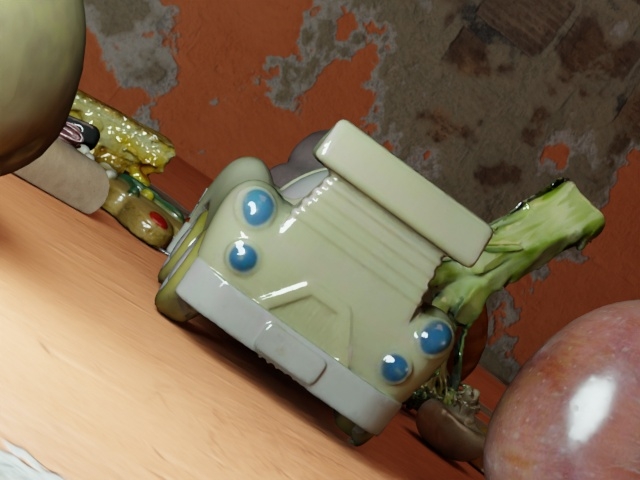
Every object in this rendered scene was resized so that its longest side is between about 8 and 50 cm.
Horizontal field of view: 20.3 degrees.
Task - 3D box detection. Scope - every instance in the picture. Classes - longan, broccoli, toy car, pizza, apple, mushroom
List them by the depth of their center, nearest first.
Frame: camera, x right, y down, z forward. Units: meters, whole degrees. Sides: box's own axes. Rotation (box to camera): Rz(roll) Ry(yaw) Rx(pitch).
[{"bbox_3d":[-0.260,-0.140,1.183,0.248,0.248,0.248,36,2,-2],"label":"longan"},{"bbox_3d":[0.288,0.194,1.583,0.306,0.305,0.235,35,-15,-19],"label":"apple"},{"bbox_3d":[0.003,0.017,1.589,0.242,0.226,0.336,35,4,-6],"label":"toy car"},{"bbox_3d":[0.149,0.195,1.935,0.085,0.079,0.085,35,-1,1],"label":"mushroom"},{"bbox_3d":[0.171,0.055,2.153,0.361,0.252,0.221,-16,45,-34],"label":"broccoli"},{"bbox_3d":[-0.318,-0.157,2.251,0.258,0.087,0.268,31,2,-12],"label":"pizza"}]

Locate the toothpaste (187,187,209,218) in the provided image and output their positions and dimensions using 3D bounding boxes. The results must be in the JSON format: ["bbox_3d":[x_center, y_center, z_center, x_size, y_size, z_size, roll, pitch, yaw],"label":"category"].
[{"bbox_3d":[-0.079,0.011,2.578,0.089,0.071,0.313,32,1,30],"label":"toothpaste"}]

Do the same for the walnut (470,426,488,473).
[{"bbox_3d":[0.209,0.249,2.083,0.091,0.052,0.121,39,4,4],"label":"walnut"}]

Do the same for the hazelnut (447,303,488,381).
[{"bbox_3d":[0.138,0.123,2.361,0.182,0.182,0.182,36,2,-2],"label":"hazelnut"}]

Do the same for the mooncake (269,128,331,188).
[{"bbox_3d":[0.000,0.000,1.886,0.133,0.245,0.245,34,2,20],"label":"mooncake"}]

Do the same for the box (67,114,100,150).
[{"bbox_3d":[-0.311,-0.131,2.017,0.125,0.027,0.126,22,-8,-11],"label":"box"}]

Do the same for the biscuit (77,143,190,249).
[{"bbox_3d":[-0.187,-0.027,1.998,0.301,0.049,0.197,34,1,-20],"label":"biscuit"}]

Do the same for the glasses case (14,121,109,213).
[{"bbox_3d":[-0.291,-0.106,1.748,0.102,0.070,0.193,36,1,39],"label":"glasses case"}]
